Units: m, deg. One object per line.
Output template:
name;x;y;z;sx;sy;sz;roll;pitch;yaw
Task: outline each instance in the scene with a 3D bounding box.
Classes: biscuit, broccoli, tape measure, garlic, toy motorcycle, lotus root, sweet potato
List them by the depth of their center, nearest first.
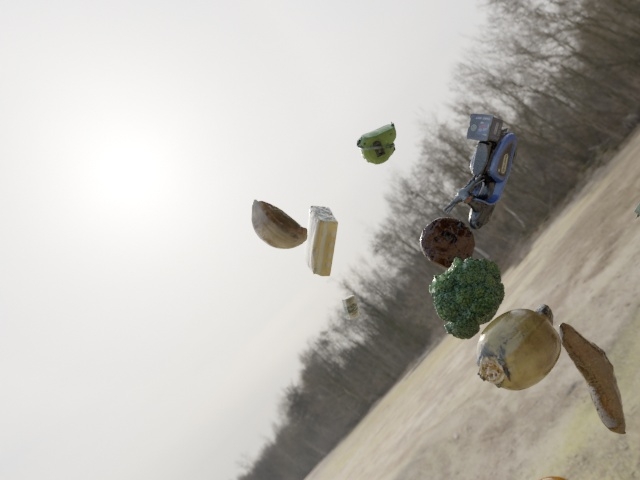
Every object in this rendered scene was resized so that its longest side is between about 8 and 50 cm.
lotus root;0.530;0.263;1.319;0.309;0.183;0.183;-27;-25;-37
garlic;-0.114;-0.030;1.413;0.087;0.195;0.102;-35;35;44
sweet potato;0.778;0.368;1.435;0.114;0.342;0.092;-24;-3;-41
broccoli;0.437;0.167;1.544;0.269;0.241;0.262;14;-79;-25
toy motorcycle;0.522;-0.213;1.646;0.212;0.125;0.359;4;-79;-41
biscuit;0.438;0.008;1.746;0.192;0.192;0.049;-45;-8;-13
tape measure;0.241;-0.400;2.150;0.177;0.088;0.154;-20;-58;-2

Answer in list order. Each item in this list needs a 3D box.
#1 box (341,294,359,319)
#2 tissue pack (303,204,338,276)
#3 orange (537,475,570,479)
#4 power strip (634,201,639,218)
box;0.119;0.263;1.995;0.054;0.083;0.024;-20;7;-38
tissue pack;0.000;0.000;1.864;0.186;0.090;0.223;-120;34;-67
orange;0.844;0.958;1.784;0.240;0.240;0.240;-44;-16;-16
power strip;1.157;-0.168;1.751;0.079;0.029;0.227;-9;-50;-37
